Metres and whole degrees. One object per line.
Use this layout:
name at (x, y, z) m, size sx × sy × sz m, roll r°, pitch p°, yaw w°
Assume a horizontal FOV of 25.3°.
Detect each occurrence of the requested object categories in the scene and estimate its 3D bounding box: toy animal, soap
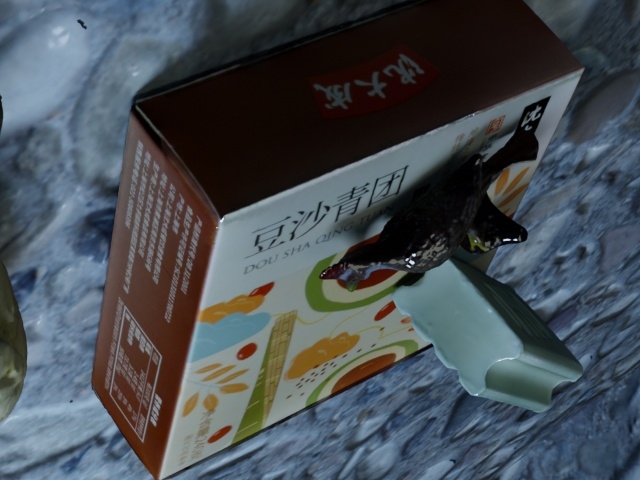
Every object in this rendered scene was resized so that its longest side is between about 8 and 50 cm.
toy animal at (0.080, -0.010, 1.079) m, size 0.202 × 0.070 × 0.105 m, roll -24°, pitch 139°, yaw -24°
soap at (0.151, 0.084, 1.251) m, size 0.066 × 0.119 × 0.198 m, roll -44°, pitch 156°, yaw 11°

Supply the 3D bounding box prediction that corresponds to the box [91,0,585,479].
box at (0.000, 0.000, 1.189) m, size 0.344 × 0.122 × 0.385 m, roll -24°, pitch 152°, yaw -29°

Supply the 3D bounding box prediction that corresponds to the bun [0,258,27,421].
bun at (-0.275, 0.081, 0.957) m, size 0.178 × 0.128 × 0.193 m, roll -20°, pitch 148°, yaw -32°

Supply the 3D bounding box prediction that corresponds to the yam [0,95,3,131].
yam at (-0.248, -0.082, 0.778) m, size 0.068 × 0.068 × 0.169 m, roll -43°, pitch 155°, yaw 11°
